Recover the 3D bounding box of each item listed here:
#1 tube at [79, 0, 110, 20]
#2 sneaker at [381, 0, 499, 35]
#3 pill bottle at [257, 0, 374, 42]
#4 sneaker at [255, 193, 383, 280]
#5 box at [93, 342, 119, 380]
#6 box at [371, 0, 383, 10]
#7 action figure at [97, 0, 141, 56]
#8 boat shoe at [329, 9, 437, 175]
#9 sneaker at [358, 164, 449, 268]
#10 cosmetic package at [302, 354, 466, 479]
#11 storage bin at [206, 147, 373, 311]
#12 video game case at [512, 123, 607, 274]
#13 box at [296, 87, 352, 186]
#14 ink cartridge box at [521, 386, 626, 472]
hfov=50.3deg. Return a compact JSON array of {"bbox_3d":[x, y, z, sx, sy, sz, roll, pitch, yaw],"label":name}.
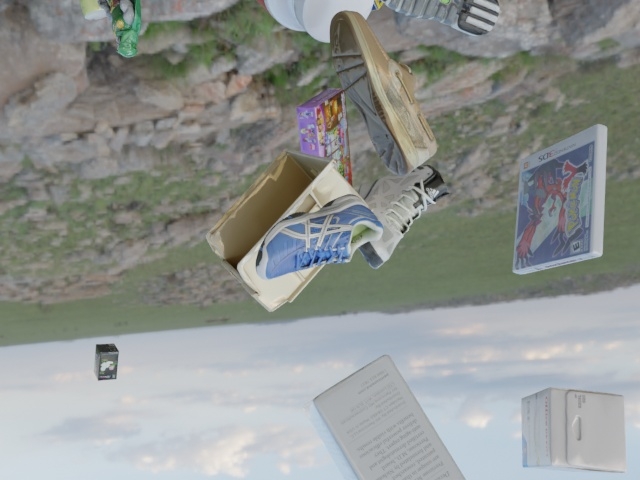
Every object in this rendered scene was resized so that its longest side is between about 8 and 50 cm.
[{"bbox_3d":[-0.510,-0.592,1.439,0.070,0.240,0.062,-15,-173,21],"label":"tube"},{"bbox_3d":[0.142,-0.369,1.011,0.228,0.086,0.132,20,-165,-22],"label":"sneaker"},{"bbox_3d":[-0.061,-0.611,1.498,0.229,0.408,0.229,-24,143,-19],"label":"pill bottle"},{"bbox_3d":[0.000,0.000,0.995,0.211,0.080,0.081,-30,-132,-24],"label":"sneaker"},{"bbox_3d":[-0.582,0.330,1.850,0.052,0.083,0.062,2,-168,-30],"label":"box"},{"bbox_3d":[0.090,-0.637,1.810,0.168,0.059,0.054,3,140,42],"label":"box"},{"bbox_3d":[-0.315,-0.390,1.069,0.063,0.232,0.137,-4,160,-27],"label":"action figure"},{"bbox_3d":[0.126,-0.300,1.345,0.110,0.341,0.121,-34,-158,-19],"label":"boat shoe"},{"bbox_3d":[0.228,-0.104,1.933,0.257,0.169,0.447,-27,-159,22],"label":"sneaker"},{"bbox_3d":[0.155,0.446,1.212,0.161,0.453,0.230,-29,170,-13],"label":"cosmetic package"},{"bbox_3d":[-0.073,-0.027,1.265,0.123,0.260,0.262,45,174,-24],"label":"storage bin"},{"bbox_3d":[0.368,-0.058,1.058,0.023,0.201,0.183,13,164,-19],"label":"video game case"},{"bbox_3d":[0.017,-0.239,1.817,0.057,0.293,0.201,6,-153,24],"label":"box"},{"bbox_3d":[0.579,0.445,1.578,0.168,0.171,0.233,5,162,2],"label":"ink cartridge box"}]
